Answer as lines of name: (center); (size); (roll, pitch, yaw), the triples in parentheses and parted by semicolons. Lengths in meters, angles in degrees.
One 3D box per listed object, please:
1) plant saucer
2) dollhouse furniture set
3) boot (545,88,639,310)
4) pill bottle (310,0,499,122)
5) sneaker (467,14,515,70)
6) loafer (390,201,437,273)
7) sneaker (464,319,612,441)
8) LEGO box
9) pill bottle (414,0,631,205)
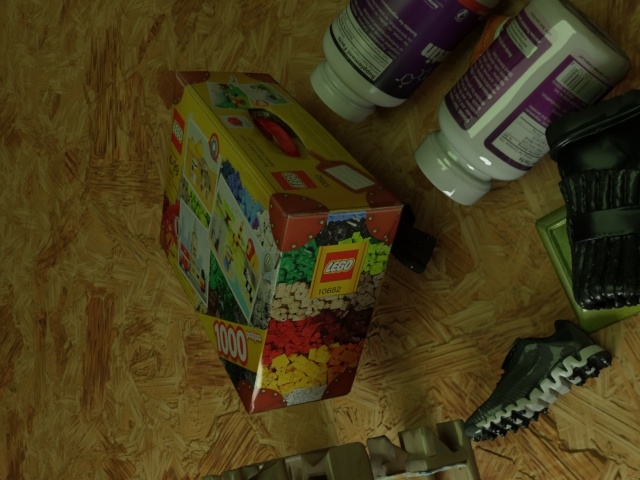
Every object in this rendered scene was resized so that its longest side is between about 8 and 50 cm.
plant saucer: (0.403, 0.011, 1.053); (0.188, 0.045, 0.188); (-34, 65, 35)
dollhouse furniture set: (0.012, 0.458, 1.181); (0.394, 0.362, 0.256); (138, 123, -62)
boot: (0.458, -0.067, 0.917); (0.348, 0.131, 0.260); (-22, 63, 33)
pill bottle: (0.129, -0.348, 1.239); (0.323, 0.182, 0.181); (-45, 59, 31)
sneaker: (0.264, -0.272, 1.204); (0.175, 0.064, 0.067); (-66, 29, 11)
loafer: (0.125, -0.035, 1.298); (0.078, 0.080, 0.220); (-48, 57, 9)
sneaker: (0.297, 0.200, 1.098); (0.234, 0.078, 0.106); (-39, 50, 12)
LEGO box: (-0.101, -0.021, 1.287); (0.500, 0.193, 0.372); (51, 137, 47)
pill bottle: (0.280, -0.196, 1.098); (0.301, 0.169, 0.169); (-47, 58, 29)
